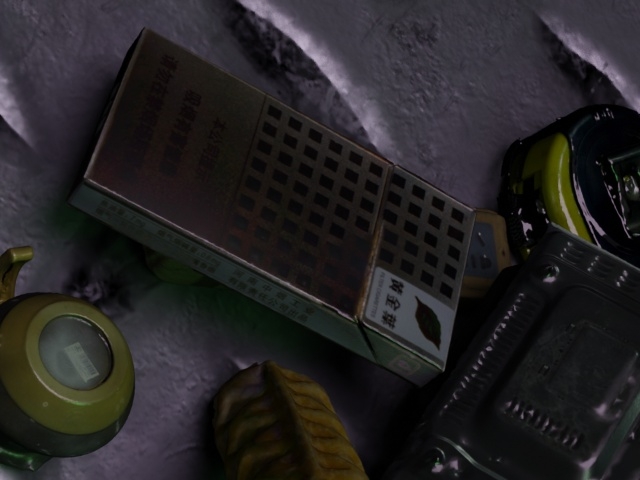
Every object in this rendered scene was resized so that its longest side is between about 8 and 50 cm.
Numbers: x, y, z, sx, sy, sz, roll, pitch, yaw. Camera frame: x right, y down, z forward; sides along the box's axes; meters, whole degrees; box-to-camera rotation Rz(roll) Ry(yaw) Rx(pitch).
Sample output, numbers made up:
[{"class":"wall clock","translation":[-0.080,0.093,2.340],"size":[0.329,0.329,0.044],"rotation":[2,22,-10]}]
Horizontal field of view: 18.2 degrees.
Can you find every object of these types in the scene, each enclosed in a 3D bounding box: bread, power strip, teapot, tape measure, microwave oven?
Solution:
[{"class":"bread","translation":[-0.019,0.182,1.507],"size":[0.098,0.269,0.087],"rotation":[23,106,-19]},{"class":"power strip","translation":[0.000,0.000,1.688],"size":[0.387,0.066,0.092],"rotation":[6,68,-29]},{"class":"teapot","translation":[-0.213,0.090,1.494],"size":[0.130,0.119,0.166],"rotation":[-7,68,-38]},{"class":"tape measure","translation":[0.256,-0.032,1.829],"size":[0.199,0.112,0.186],"rotation":[-22,84,-36]},{"class":"microwave oven","translation":[0.195,0.168,1.622],"size":[0.237,0.181,0.295],"rotation":[30,61,13]}]

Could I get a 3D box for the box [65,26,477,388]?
[{"class":"box","translation":[-0.031,-0.027,1.609],"size":[0.325,0.047,0.180],"rotation":[28,47,-14]}]
